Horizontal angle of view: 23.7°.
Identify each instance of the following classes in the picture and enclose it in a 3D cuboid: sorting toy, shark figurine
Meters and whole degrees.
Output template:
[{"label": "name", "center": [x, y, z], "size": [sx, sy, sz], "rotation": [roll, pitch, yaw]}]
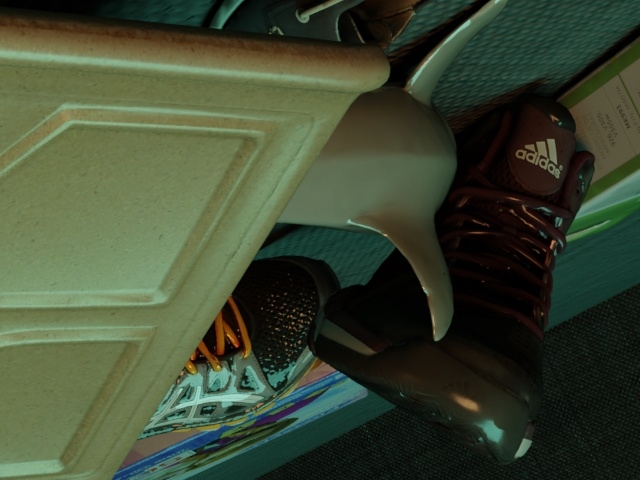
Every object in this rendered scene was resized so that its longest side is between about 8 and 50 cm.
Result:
[{"label": "sorting toy", "center": [-0.159, 0.011, 0.366], "size": [0.307, 0.041, 0.229], "rotation": [1, 144, -34]}, {"label": "shark figurine", "center": [-0.006, -0.002, 0.576], "size": [0.278, 0.116, 0.166], "rotation": [-17, 166, -46]}]

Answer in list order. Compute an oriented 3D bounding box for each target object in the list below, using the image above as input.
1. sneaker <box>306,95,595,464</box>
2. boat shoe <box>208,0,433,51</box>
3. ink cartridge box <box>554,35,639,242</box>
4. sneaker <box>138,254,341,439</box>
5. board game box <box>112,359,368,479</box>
[{"label": "sneaker", "center": [0.075, 0.001, 0.729], "size": [0.162, 0.106, 0.281], "rotation": [-60, -176, 2]}, {"label": "boat shoe", "center": [0.011, -0.073, 0.453], "size": [0.125, 0.038, 0.046], "rotation": [-33, 167, 39]}, {"label": "ink cartridge box", "center": [0.170, -0.057, 0.851], "size": [0.109, 0.062, 0.209], "rotation": [-19, 169, -31]}, {"label": "sneaker", "center": [-0.087, 0.064, 0.816], "size": [0.215, 0.084, 0.083], "rotation": [-25, 161, -7]}, {"label": "board game box", "center": [-0.118, 0.147, 1.199], "size": [0.318, 0.066, 0.318], "rotation": [-24, 170, -1]}]
